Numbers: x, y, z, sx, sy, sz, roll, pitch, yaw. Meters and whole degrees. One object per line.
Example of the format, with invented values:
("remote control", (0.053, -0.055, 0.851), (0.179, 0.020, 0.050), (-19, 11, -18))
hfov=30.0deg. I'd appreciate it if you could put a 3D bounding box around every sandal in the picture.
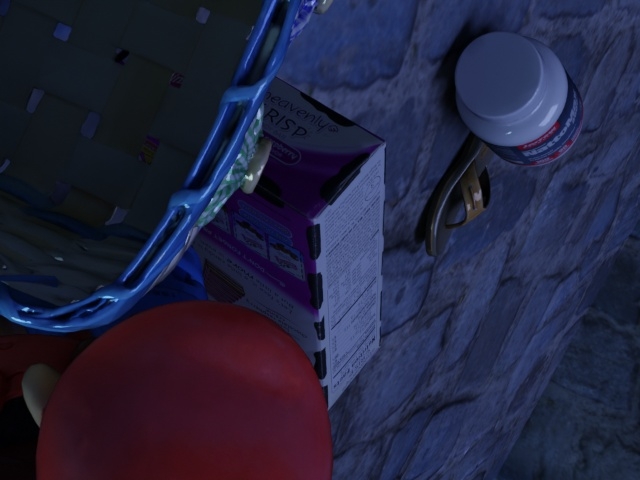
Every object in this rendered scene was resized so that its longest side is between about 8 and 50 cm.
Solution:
("sandal", (0.165, -0.060, 1.286), (0.180, 0.049, 0.072), (-60, 159, 4))

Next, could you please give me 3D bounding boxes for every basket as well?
("basket", (-0.105, -0.101, 0.400), (0.255, 0.201, 0.289), (-68, 166, 5))

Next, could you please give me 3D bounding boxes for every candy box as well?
("candy box", (-0.042, -0.007, 0.739), (0.071, 0.159, 0.233), (-47, 157, -26))

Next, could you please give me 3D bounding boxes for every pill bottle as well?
("pill bottle", (0.189, -0.138, 1.154), (0.108, 0.108, 0.180), (-60, 159, 5))

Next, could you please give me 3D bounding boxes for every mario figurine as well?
("mario figurine", (-0.095, 0.093, 0.550), (0.198, 0.320, 0.170), (-26, 111, -7))

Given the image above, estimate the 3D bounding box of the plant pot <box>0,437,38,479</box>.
("plant pot", (-0.152, 0.227, 0.705), (0.272, 0.272, 0.265), (-64, 166, 13))
